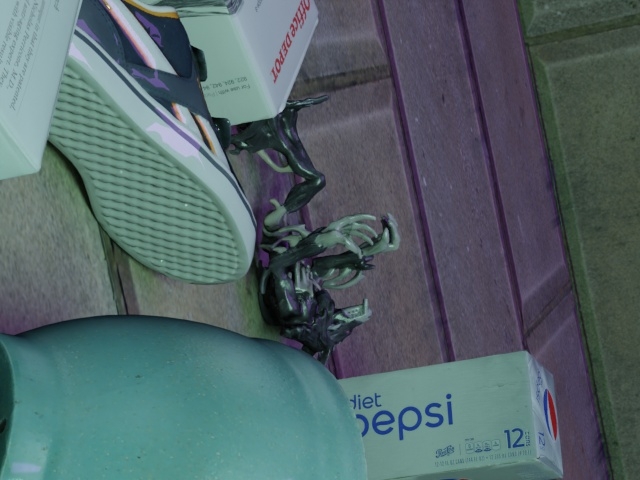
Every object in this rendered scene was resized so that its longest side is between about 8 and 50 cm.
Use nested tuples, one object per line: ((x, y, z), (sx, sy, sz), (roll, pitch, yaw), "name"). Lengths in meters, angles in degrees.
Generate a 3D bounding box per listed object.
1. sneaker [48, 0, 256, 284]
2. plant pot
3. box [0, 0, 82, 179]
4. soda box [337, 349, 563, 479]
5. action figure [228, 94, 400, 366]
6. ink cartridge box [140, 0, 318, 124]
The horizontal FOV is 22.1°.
((-0.134, -0.096, 1.254), (0.321, 0.126, 0.127), (56, 36, -46), "sneaker")
((-0.143, 0.164, 0.938), (0.196, 0.293, 0.293), (27, 51, -32), "plant pot")
((-0.240, -0.122, 0.889), (0.119, 0.181, 0.182), (63, 24, -46), "box")
((0.059, 0.170, 1.417), (0.091, 0.286, 0.098), (39, 43, -61), "soda box")
((0.000, 0.000, 1.564), (0.164, 0.141, 0.275), (-27, 105, -82), "action figure")
((-0.112, -0.255, 1.408), (0.198, 0.115, 0.273), (-71, 146, -53), "ink cartridge box")
